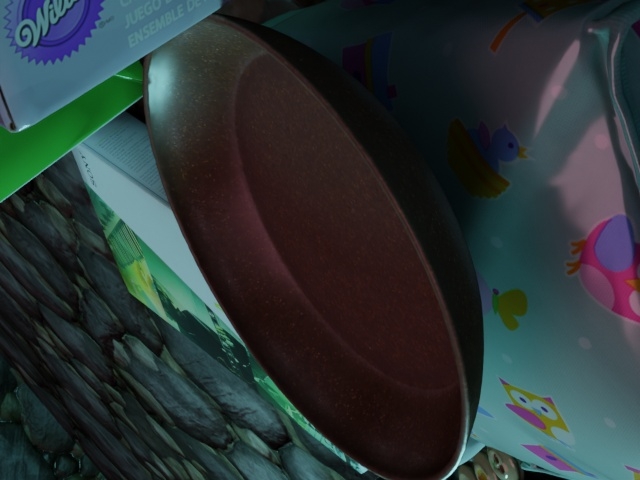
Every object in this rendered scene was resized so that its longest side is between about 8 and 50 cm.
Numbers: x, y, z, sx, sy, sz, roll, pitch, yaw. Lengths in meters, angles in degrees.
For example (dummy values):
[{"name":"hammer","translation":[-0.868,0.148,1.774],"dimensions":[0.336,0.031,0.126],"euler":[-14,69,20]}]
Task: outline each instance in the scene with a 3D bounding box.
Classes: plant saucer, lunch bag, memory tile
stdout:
[{"name":"plant saucer","translation":[0.000,0.000,0.428],"dimensions":[0.198,0.036,0.199],"euler":[45,153,31]},{"name":"lunch bag","translation":[0.114,0.005,0.465],"dimensions":[0.223,0.160,0.262],"euler":[10,130,54]},{"name":"memory tile","translation":[0.112,0.152,0.808],"dimensions":[0.148,0.012,0.113],"euler":[63,161,18]}]

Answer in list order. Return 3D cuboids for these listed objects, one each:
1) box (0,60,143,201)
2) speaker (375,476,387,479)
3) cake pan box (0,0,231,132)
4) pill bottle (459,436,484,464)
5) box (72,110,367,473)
[{"name":"box","translation":[-0.307,-0.098,0.908],"dimensions":[0.231,0.262,0.127],"euler":[3,130,58]},{"name":"speaker","translation":[0.076,0.269,1.060],"dimensions":[0.055,0.055,0.136],"euler":[35,153,28]},{"name":"cake pan box","translation":[-0.094,-0.170,0.424],"dimensions":[0.245,0.267,0.070],"euler":[29,145,33]},{"name":"pill bottle","translation":[0.042,0.055,0.729],"dimensions":[0.184,0.103,0.103],"euler":[37,154,25]},{"name":"box","translation":[-0.075,0.040,0.969],"dimensions":[0.322,0.058,0.232],"euler":[35,153,31]}]
